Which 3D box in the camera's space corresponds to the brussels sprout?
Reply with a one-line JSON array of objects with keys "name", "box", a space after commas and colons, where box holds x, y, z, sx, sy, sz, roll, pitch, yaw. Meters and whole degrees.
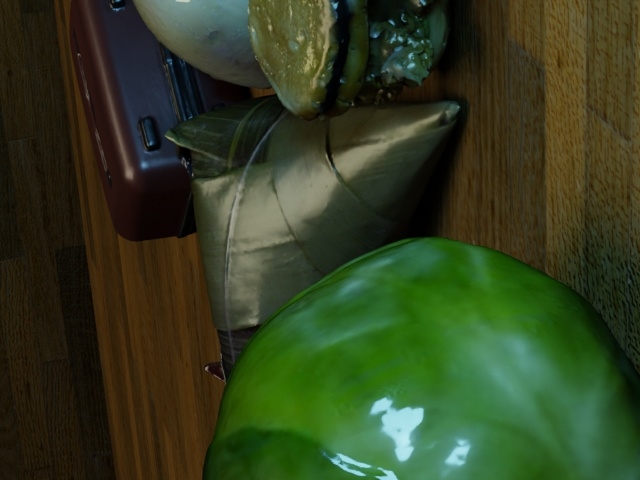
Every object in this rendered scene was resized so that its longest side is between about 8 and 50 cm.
[{"name": "brussels sprout", "box": [0.076, 0.176, 1.126, 0.355, 0.281, 0.289, 66, 164, 12]}]

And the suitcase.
[{"name": "suitcase", "box": [-0.182, -0.164, 2.127, 0.236, 0.161, 0.297, 114, 142, -69]}]

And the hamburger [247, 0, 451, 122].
[{"name": "hamburger", "box": [0.033, -0.166, 1.349, 0.185, 0.131, 0.159, -123, 34, -43]}]

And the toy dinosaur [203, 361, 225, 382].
[{"name": "toy dinosaur", "box": [-0.056, 0.123, 1.950, 0.327, 0.113, 0.207, -132, 34, -68]}]

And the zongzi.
[{"name": "zongzi", "box": [0.024, 0.027, 1.497, 0.317, 0.154, 0.289, 6, 109, 57]}]

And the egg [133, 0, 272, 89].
[{"name": "egg", "box": [-0.068, -0.209, 1.519, 0.271, 0.206, 0.162, 114, 167, -52]}]

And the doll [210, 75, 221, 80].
[{"name": "doll", "box": [-0.109, -0.242, 1.949, 0.114, 0.085, 0.152, -100, -2, -53]}]
